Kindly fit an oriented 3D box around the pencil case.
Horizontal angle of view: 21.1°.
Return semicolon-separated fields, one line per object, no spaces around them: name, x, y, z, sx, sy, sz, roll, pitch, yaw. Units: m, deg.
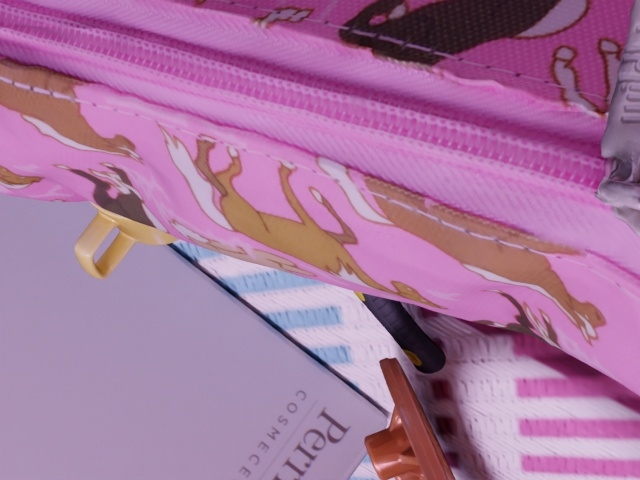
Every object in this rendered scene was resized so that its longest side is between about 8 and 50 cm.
pencil case;0.015;-0.049;0.509;0.386;0.160;0.167;19;152;39

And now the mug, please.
mug;-0.087;-0.025;0.818;0.064;0.078;0.062;80;164;-70

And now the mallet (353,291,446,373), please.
mallet;0.000;0.000;0.786;0.062;0.039;0.189;18;154;39

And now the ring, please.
ring;0.090;0.213;0.806;0.336;0.032;0.336;-23;-90;-88

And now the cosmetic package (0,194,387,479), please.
cosmetic package;-0.218;0.064;0.968;0.453;0.230;0.161;37;156;-2
